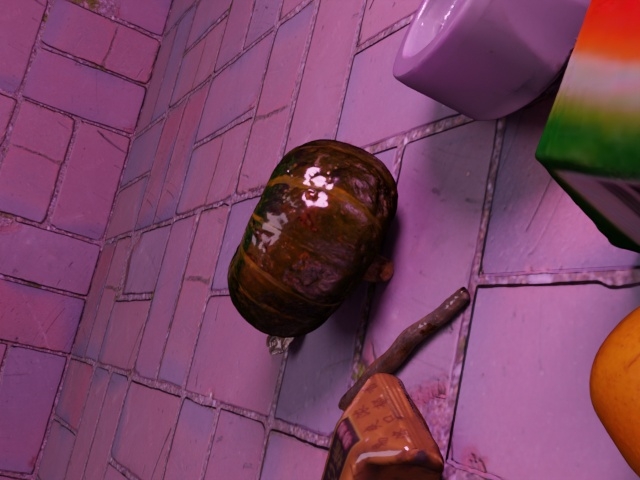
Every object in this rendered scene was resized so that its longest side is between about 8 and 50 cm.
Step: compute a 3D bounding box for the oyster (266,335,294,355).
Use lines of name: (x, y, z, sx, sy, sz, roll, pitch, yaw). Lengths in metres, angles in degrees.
oyster: (-0.051, 0.073, 1.076, 0.106, 0.061, 0.199, -20, 56, 59)

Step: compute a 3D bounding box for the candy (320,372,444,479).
candy: (0.040, 0.282, 0.730, 0.143, 0.101, 0.271, -122, 50, -65)

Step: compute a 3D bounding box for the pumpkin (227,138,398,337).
pumpkin: (0.003, 0.001, 0.902, 0.260, 0.189, 0.260, -156, 90, -86)

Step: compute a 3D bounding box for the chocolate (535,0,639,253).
chocolate: (0.317, -0.149, 0.400, 0.360, 0.162, 0.341, 13, 82, 64)

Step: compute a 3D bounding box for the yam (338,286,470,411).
yam: (0.090, 0.125, 0.817, 0.234, 0.029, 0.027, -50, 60, 34)

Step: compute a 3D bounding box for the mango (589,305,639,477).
mango: (0.259, 0.095, 0.410, 0.219, 0.113, 0.144, 2, 73, 58)

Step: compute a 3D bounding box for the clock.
clock: (0.196, -0.275, 0.706, 0.338, 0.102, 0.338, -60, 9, 17)
